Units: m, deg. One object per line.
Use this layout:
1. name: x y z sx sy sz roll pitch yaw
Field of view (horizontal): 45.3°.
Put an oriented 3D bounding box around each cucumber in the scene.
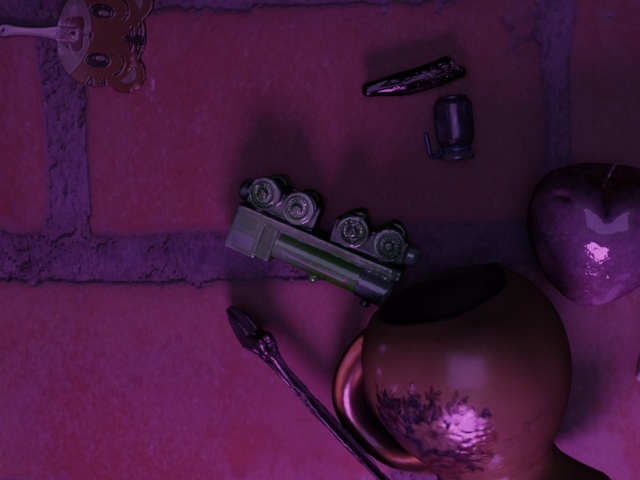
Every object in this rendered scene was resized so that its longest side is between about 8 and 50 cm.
1. cucumber: 0.120 -0.205 0.986 0.134 0.033 0.034 -19 85 8

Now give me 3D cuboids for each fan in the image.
1. fan: -0.344 -0.289 1.066 0.226 0.008 0.153 7 95 7

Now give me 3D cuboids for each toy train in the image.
1. toy train: 0.000 0.000 0.999 0.251 0.085 0.119 24 103 9

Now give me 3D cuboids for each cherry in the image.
1. cherry: 0.336 -0.013 0.915 0.176 0.140 0.176 6 119 12

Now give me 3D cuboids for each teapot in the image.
1. teapot: 0.163 -0.142 0.975 0.063 0.049 0.083 -5 93 9

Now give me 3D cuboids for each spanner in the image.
1. spanner: -0.015 0.209 1.004 0.026 0.093 0.325 -40 84 -21

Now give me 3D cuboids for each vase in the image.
1. vase: 0.156 0.202 0.936 0.329 0.241 0.302 -11 107 37

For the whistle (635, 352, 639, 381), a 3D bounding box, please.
1. whistle: 0.511 0.177 0.920 0.253 0.106 0.102 13 55 9
